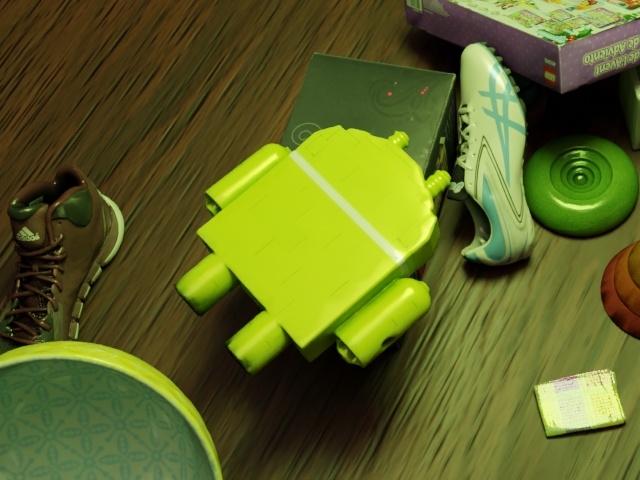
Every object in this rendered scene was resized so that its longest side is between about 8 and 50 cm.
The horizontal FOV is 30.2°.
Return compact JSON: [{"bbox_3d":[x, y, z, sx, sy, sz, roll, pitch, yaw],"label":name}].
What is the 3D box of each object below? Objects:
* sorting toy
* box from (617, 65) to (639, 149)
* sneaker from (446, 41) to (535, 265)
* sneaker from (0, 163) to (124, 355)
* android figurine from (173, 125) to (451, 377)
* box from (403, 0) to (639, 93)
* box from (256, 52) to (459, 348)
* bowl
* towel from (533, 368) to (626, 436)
[{"bbox_3d":[0.289,-0.068,1.246,0.127,0.126,0.366,-28,61,-6],"label":"sorting toy"},{"bbox_3d":[0.385,-0.168,1.298,0.101,0.102,0.087,-9,58,6],"label":"box"},{"bbox_3d":[0.172,-0.089,1.248,0.086,0.085,0.237,-10,95,-12],"label":"sneaker"},{"bbox_3d":[-0.313,0.039,1.264,0.106,0.162,0.281,11,63,15],"label":"sneaker"},{"bbox_3d":[0.000,0.000,1.129,0.273,0.056,0.248,-41,63,-10],"label":"android figurine"},{"bbox_3d":[0.251,-0.256,1.302,0.201,0.057,0.293,-22,33,-20],"label":"box"},{"bbox_3d":[0.038,-0.045,1.264,0.165,0.143,0.270,11,63,15],"label":"box"},{"bbox_3d":[-0.233,0.214,1.140,0.289,0.290,0.156,-13,17,2],"label":"bowl"},{"bbox_3d":[0.261,0.163,1.187,0.083,0.009,0.060,-12,61,3],"label":"towel"}]
